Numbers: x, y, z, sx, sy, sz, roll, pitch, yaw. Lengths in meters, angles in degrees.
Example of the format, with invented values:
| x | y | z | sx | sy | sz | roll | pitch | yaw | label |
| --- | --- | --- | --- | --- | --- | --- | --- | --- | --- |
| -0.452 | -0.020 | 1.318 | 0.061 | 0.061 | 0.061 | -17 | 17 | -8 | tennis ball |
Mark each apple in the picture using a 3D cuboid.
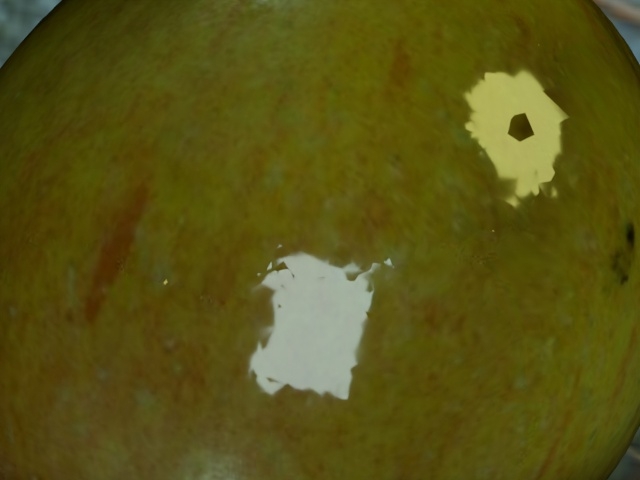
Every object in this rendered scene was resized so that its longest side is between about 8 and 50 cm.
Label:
| x | y | z | sx | sy | sz | roll | pitch | yaw | label |
| --- | --- | --- | --- | --- | --- | --- | --- | --- | --- |
| 0.000 | 0.000 | 0.461 | 0.182 | 0.182 | 0.155 | 13 | 100 | -4 | apple |
